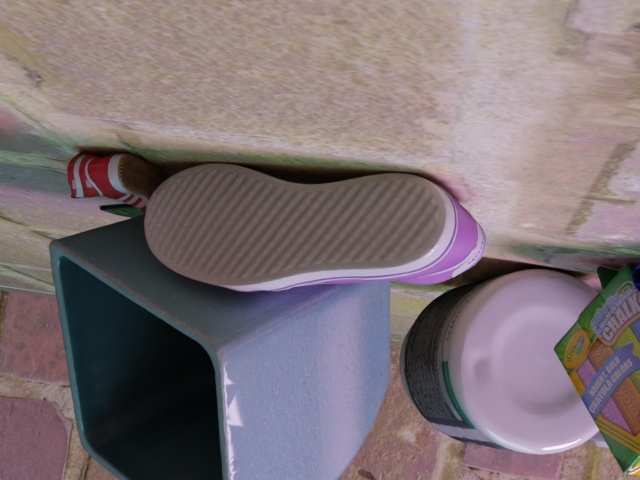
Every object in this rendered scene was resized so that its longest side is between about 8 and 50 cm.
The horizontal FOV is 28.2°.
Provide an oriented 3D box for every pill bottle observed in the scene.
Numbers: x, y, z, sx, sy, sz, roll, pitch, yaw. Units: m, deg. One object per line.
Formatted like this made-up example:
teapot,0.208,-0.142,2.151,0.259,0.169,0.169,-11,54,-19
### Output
pill bottle,0.213,0.148,1.542,0.204,0.204,0.361,9,173,-8

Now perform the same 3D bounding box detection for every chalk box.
chalk box,0.334,0.115,1.266,0.132,0.213,0.132,12,127,-32

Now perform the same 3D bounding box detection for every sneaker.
sneaker,-0.175,-0.048,1.110,0.067,0.042,0.118,2,163,19
sneaker,0.000,0.001,1.076,0.282,0.102,0.161,5,175,25

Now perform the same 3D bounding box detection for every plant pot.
plant pot,-0.069,0.099,1.198,0.252,0.247,0.248,-27,-141,-35

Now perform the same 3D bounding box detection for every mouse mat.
mouse mat,-0.135,-0.019,1.433,0.189,0.007,0.152,13,172,-35

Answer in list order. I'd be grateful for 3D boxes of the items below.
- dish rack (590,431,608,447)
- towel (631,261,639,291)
dish rack,0.471,0.189,1.566,0.285,0.072,0.333,-23,-172,-28
towel,0.468,0.070,1.153,0.308,0.076,0.227,12,173,-25
